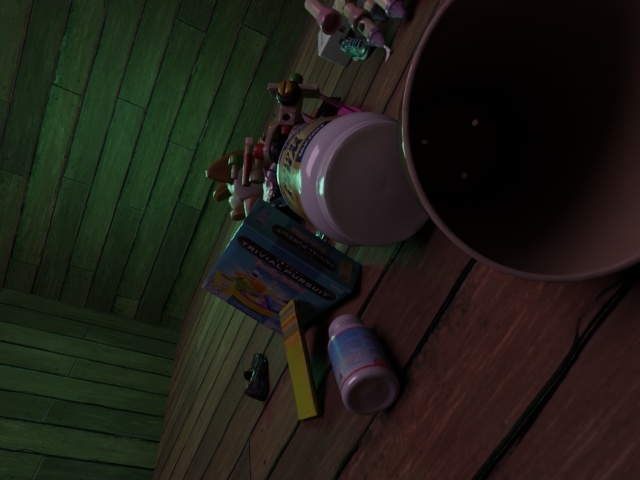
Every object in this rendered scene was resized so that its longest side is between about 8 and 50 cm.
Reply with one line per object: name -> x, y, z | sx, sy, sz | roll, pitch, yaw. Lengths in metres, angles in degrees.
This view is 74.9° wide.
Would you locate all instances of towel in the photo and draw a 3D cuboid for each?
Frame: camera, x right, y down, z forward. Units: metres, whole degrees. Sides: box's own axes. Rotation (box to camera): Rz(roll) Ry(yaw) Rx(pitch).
towel -> -0.046, 0.251, 0.885 | 0.102, 0.021, 0.237 | 130, 132, -55

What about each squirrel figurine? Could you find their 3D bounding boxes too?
squirrel figurine -> -0.244, -0.246, 1.722 | 0.397, 0.281, 0.370 | -48, 1, -8

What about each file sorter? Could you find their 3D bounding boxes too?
file sorter -> -0.034, -0.290, 1.242 | 0.290, 0.182, 0.202 | -65, 20, 15

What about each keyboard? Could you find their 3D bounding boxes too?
keyboard -> 0.016, -0.386, 1.388 | 0.100, 0.038, 0.191 | 21, 83, 42

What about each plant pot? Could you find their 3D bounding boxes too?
plant pot -> 0.188, -0.113, 0.448 | 0.274, 0.257, 0.256 | -94, 27, -81

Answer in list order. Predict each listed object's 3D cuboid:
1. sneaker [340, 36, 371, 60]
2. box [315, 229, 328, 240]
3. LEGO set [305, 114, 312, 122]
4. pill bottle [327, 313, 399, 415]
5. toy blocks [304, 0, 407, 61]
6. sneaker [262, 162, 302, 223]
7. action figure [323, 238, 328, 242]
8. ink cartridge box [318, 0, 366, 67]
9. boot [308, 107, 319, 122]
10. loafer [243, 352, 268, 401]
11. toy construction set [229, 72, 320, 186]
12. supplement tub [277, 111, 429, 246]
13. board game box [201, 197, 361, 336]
sneaker -> 0.111, -0.615, 1.328 | 0.064, 0.076, 0.166 | -69, 20, 6
box -> 0.000, 0.000, 1.115 | 0.083, 0.018, 0.067 | -69, 20, 5
LEGO set -> -0.072, -0.358, 1.540 | 0.087, 0.093, 0.227 | 3, 74, 70
pill bottle -> 0.061, 0.190, 0.671 | 0.087, 0.087, 0.160 | -63, 21, 18
toy blocks -> 0.169, -0.675, 1.105 | 0.260, 0.309, 0.288 | 55, 144, 27
sneaker -> -0.127, -0.136, 1.384 | 0.179, 0.124, 0.295 | 9, 81, 52
action figure -> 0.004, 0.049, 1.047 | 0.038, 0.030, 0.115 | 137, 149, -61
ink cartridge box -> 0.102, -0.776, 1.451 | 0.273, 0.114, 0.196 | -51, 28, 41
boot -> -0.068, -0.374, 1.458 | 0.153, 0.073, 0.197 | -5, 59, 20
loafer -> -0.187, 0.376, 1.182 | 0.062, 0.061, 0.170 | -66, 19, 16
toy construction set -> -0.093, -0.272, 1.059 | 0.309, 0.258, 0.237 | -3, 81, 36
supplement tub -> 0.054, -0.117, 0.776 | 0.228, 0.229, 0.316 | -68, 20, 6
board game box -> -0.106, 0.084, 0.949 | 0.336, 0.254, 0.079 | -45, 15, 51
